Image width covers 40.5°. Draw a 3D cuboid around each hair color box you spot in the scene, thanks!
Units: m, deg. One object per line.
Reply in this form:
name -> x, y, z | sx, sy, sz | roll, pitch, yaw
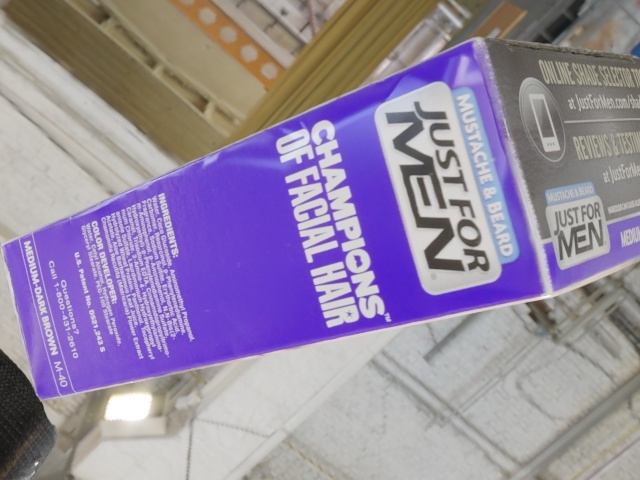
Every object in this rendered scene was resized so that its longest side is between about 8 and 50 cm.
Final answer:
hair color box -> 0.000, 0.000, 0.482 | 0.185, 0.339, 0.110 | -12, -96, -51

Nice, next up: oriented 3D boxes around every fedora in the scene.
fedora -> -0.403, 0.195, 0.944 | 0.334, 0.334, 0.152 | 45, -123, -1
